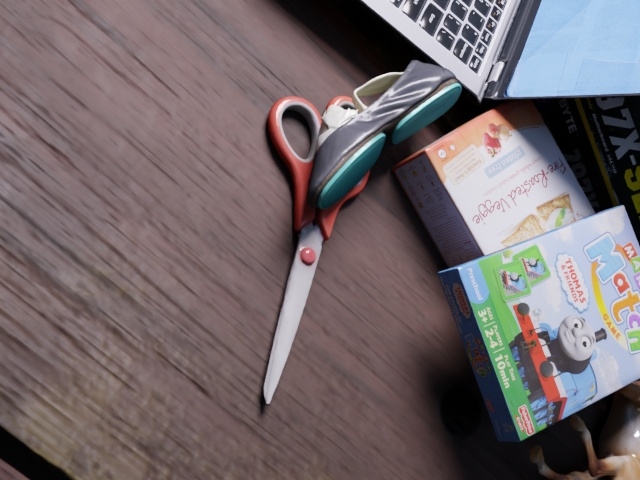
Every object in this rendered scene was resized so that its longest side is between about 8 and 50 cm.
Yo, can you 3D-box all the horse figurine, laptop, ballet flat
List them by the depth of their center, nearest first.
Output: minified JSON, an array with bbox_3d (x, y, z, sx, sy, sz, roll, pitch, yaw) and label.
[{"bbox_3d":[0.044,-0.106,0.732,0.203,0.074,0.074,-40,97,-24],"label":"ballet flat"},{"bbox_3d":[0.239,-0.345,0.787,0.408,0.236,0.382,36,57,-15],"label":"laptop"},{"bbox_3d":[0.301,0.198,0.800,0.174,0.066,0.263,45,54,-20],"label":"horse figurine"}]

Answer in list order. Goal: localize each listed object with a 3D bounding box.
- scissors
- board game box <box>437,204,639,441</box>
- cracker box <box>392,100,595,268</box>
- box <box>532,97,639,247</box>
[{"bbox_3d":[0.000,0.000,0.723,0.109,0.021,0.297,9,72,-27],"label":"scissors"},{"bbox_3d":[0.227,0.071,0.737,0.211,0.039,0.160,-18,87,-27],"label":"board game box"},{"bbox_3d":[0.198,-0.015,0.803,0.155,0.067,0.232,-32,94,-29],"label":"cracker box"},{"bbox_3d":[0.392,-0.085,0.916,0.257,0.079,0.322,-16,86,-27],"label":"box"}]
